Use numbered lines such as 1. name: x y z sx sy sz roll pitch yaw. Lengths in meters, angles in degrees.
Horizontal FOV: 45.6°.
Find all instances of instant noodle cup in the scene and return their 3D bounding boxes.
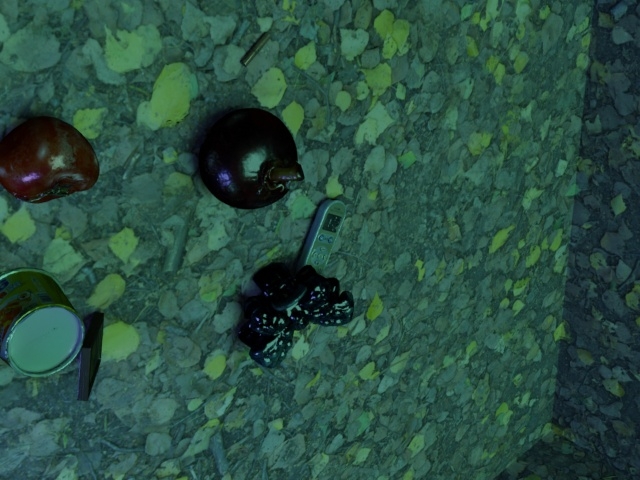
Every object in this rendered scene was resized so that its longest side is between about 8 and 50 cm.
1. instant noodle cup: -0.579 0.171 1.539 0.205 0.153 0.204 -20 122 -37

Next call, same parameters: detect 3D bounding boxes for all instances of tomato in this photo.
1. tomato: -0.519 -0.151 1.447 0.187 0.151 0.187 -27 166 -7

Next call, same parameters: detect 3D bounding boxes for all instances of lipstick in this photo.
1. lipstick: -0.147 -0.437 1.739 0.094 0.019 0.019 -53 136 -9

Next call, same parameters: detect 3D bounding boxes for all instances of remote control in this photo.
1. remote control: 0.000 0.000 2.071 0.087 0.047 0.244 15 99 -43

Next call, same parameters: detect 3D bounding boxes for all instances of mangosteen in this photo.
1. mangosteen: -0.138 -0.169 1.703 0.236 0.261 0.235 -22 124 -37

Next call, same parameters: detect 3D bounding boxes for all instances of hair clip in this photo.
1. hair clip: -0.073 0.181 1.969 0.310 0.194 0.206 -31 122 -11

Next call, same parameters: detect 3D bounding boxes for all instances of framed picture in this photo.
1. framed picture: -0.497 0.249 1.651 0.023 0.168 0.127 7 109 -9
